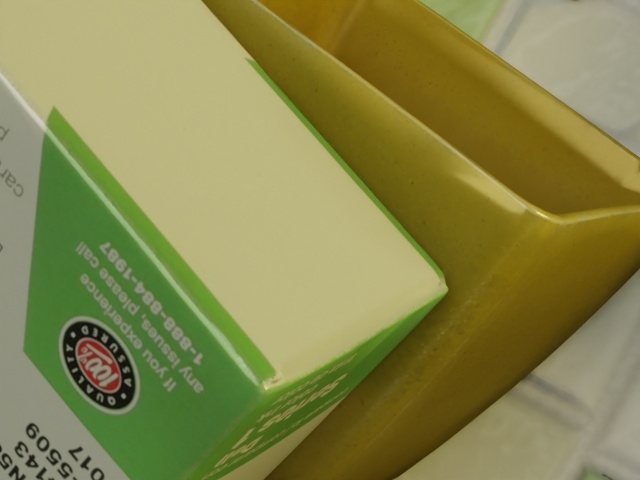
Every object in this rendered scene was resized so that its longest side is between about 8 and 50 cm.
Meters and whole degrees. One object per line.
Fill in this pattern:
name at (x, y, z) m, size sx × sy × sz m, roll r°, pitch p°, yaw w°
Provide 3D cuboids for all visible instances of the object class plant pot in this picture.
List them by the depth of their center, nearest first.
plant pot at (0.000, 0.000, 0.635) m, size 0.212 × 0.212 × 0.187 m, roll 40°, pitch 110°, yaw 20°

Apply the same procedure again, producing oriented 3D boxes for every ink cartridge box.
ink cartridge box at (-0.122, 0.040, 0.540) m, size 0.201 × 0.117 × 0.278 m, roll 49°, pitch 125°, yaw 11°
